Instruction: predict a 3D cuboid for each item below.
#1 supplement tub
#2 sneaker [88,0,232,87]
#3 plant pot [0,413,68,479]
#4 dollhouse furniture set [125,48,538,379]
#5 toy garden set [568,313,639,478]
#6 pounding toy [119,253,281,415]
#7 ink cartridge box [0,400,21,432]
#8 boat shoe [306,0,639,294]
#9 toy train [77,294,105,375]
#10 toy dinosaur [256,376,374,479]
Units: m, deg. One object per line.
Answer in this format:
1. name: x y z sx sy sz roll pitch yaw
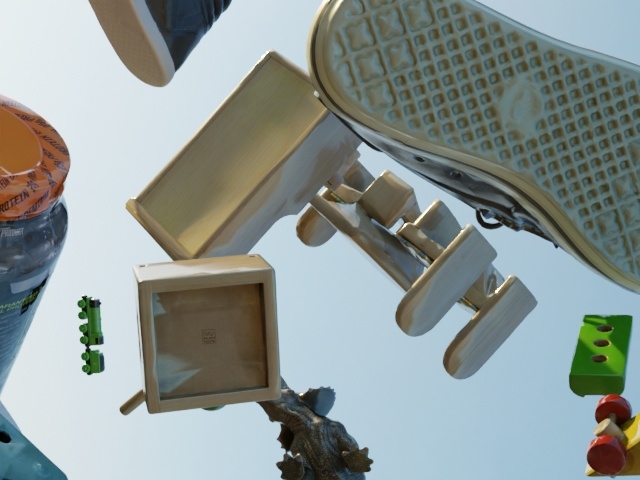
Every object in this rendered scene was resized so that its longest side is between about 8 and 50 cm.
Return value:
1. supplement tub: -0.370 0.032 0.989 0.207 0.207 0.338 49 -56 29
2. sneaker: -0.181 -0.315 1.071 0.104 0.147 0.296 21 -32 29
3. plant pot: -0.287 0.222 0.685 0.165 0.165 0.234 40 -76 9
4. dollhouse furniture set: 0.000 0.000 1.284 0.362 0.256 0.394 42 -1 44
5. toy garden set: 0.315 0.123 0.784 0.244 0.204 0.049 -1 -68 21
6. pounding toy: -0.107 0.088 0.872 0.100 0.130 0.141 -144 -130 -73
7. ink cartridge box: -0.578 0.332 1.432 0.201 0.278 0.117 6 -41 21
8. boat shoe: 0.203 -0.093 0.955 0.187 0.500 0.156 -65 -163 2
9. toy train: -0.234 0.097 1.056 0.017 0.023 0.083 -14 102 -79
10. toy dinosaur: 0.018 0.281 1.150 0.160 0.121 0.314 -31 98 -86
